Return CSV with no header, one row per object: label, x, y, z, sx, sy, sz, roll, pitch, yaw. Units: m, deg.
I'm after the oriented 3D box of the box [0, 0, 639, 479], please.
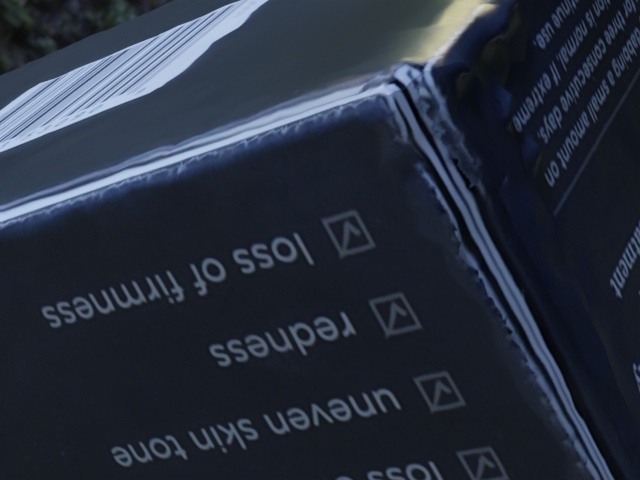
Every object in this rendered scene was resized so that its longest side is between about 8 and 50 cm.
box,0.001,0.135,0.738,0.472,0.480,0.297,62,36,-17
